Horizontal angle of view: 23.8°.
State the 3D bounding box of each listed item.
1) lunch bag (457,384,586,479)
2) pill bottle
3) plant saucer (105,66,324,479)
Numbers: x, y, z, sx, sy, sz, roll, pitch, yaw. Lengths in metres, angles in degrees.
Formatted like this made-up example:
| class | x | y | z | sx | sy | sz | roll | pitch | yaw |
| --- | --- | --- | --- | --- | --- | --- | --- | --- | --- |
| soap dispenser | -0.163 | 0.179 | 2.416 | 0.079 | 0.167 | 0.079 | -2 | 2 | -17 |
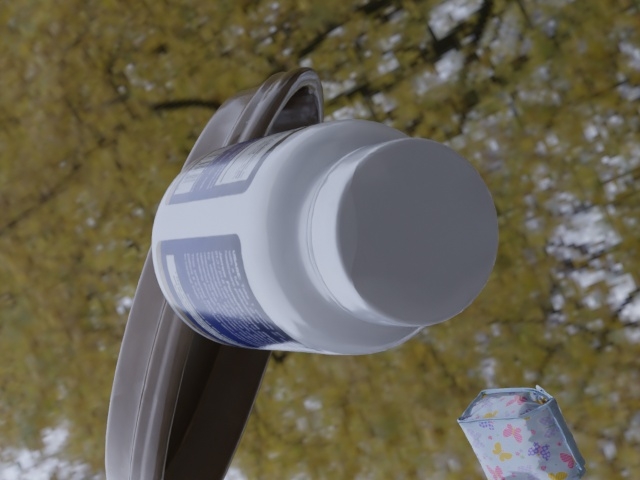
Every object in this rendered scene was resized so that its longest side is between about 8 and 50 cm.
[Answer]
| class | x | y | z | sx | sy | sz | roll | pitch | yaw |
| --- | --- | --- | --- | --- | --- | --- | --- | --- | --- |
| lunch bag | 0.159 | 0.150 | 1.154 | 0.053 | 0.083 | 0.071 | -41 | -70 | -38 |
| pill bottle | 0.000 | 0.000 | 0.625 | 0.094 | 0.169 | 0.094 | 1 | -92 | -25 |
| plant saucer | -0.057 | 0.035 | 0.837 | 0.041 | 0.278 | 0.278 | 17 | -133 | 7 |
